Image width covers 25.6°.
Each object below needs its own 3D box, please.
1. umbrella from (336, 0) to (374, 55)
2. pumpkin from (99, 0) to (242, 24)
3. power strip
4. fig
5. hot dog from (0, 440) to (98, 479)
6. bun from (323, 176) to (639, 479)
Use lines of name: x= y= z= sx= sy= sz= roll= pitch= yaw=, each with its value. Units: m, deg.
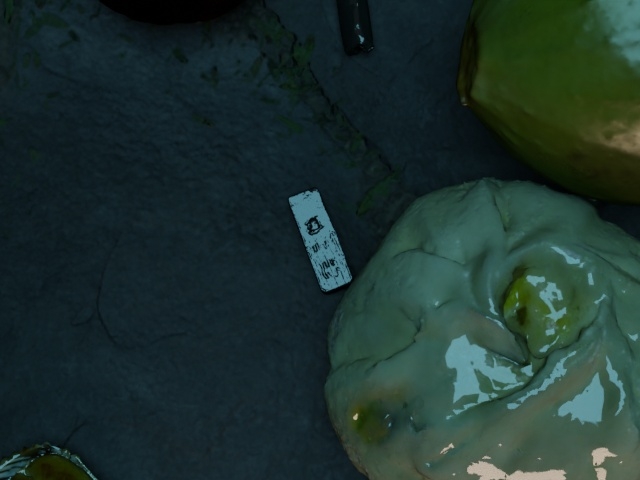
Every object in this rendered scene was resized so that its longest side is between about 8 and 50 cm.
umbrella: x=0.031 y=-0.260 z=1.490 sx=0.036 sy=0.031 sz=0.133 roll=-7 pitch=82 yaw=-1
pumpkin: x=-0.152 y=-0.330 z=1.438 sx=0.233 sy=0.163 sz=0.233 roll=0 pitch=80 yaw=1
power strip: x=0.000 y=0.000 z=1.458 sx=0.038 sy=0.029 sz=0.111 roll=-22 pitch=83 yaw=-1
fig: x=0.296 y=-0.190 z=1.324 sx=0.343 sy=0.343 sz=0.343 roll=0 pitch=83 yaw=1
hot dog: x=-0.244 y=0.330 z=1.398 sx=0.162 sy=0.082 sz=0.270 roll=-40 pitch=83 yaw=-5
bun: x=0.181 y=0.118 z=1.346 sx=0.365 sy=0.219 sz=0.365 roll=-1 pitch=83 yaw=5
